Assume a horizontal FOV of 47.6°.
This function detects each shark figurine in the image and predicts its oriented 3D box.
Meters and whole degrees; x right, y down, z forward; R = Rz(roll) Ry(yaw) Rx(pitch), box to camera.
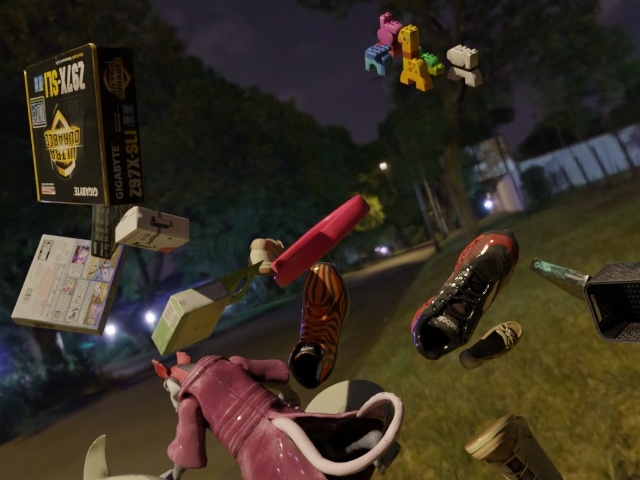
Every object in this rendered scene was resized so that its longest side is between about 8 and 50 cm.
[{"bbox_3d":[-0.230,0.366,0.999,0.279,0.166,0.116,4,-22,12],"label":"shark figurine"}]

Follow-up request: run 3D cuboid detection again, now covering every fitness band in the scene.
[{"bbox_3d":[0.000,0.000,1.610,0.209,0.054,0.291,-34,8,46],"label":"fitness band"}]

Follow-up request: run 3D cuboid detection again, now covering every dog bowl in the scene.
[{"bbox_3d":[0.084,0.519,2.036,0.265,0.104,0.264,-17,30,10],"label":"dog bowl"}]

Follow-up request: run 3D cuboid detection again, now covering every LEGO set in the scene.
[{"bbox_3d":[0.144,-0.308,1.158,0.087,0.093,0.227,-32,43,-27],"label":"LEGO set"}]

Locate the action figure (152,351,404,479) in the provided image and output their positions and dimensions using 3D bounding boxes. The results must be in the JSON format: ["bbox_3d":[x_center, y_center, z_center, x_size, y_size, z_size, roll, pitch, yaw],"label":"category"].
[{"bbox_3d":[-0.099,0.262,0.999,0.248,0.370,0.275,-47,-20,-30],"label":"action figure"}]

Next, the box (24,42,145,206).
[{"bbox_3d":[-0.418,-0.192,1.269,0.079,0.256,0.322,-7,9,-39],"label":"box"}]

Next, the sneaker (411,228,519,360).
[{"bbox_3d":[0.249,0.103,1.257,0.276,0.098,0.135,-56,-3,23],"label":"sneaker"}]

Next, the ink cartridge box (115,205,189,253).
[{"bbox_3d":[-0.379,-0.022,1.634,0.135,0.056,0.099,15,-29,-39],"label":"ink cartridge box"}]

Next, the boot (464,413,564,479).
[{"bbox_3d":[0.372,0.426,1.319,0.095,0.203,0.262,-38,-26,16],"label":"boot"}]

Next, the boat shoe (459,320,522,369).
[{"bbox_3d":[0.336,0.198,1.397,0.153,0.056,0.048,-22,-17,-23],"label":"boat shoe"}]

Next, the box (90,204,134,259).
[{"bbox_3d":[-0.477,-0.092,1.685,0.051,0.220,0.175,14,37,-3],"label":"box"}]

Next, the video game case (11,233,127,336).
[{"bbox_3d":[-0.703,0.124,2.055,0.245,0.269,0.061,7,-30,4],"label":"video game case"}]

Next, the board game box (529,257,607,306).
[{"bbox_3d":[0.510,0.091,1.418,0.186,0.026,0.126,27,-3,-39],"label":"board game box"}]

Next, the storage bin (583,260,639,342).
[{"bbox_3d":[0.567,0.105,1.257,0.084,0.122,0.180,-30,13,-35],"label":"storage bin"}]

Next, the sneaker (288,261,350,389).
[{"bbox_3d":[-0.004,0.223,1.819,0.125,0.320,0.180,2,10,14],"label":"sneaker"}]

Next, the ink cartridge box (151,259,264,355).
[{"bbox_3d":[-0.222,0.139,1.511,0.235,0.056,0.171,-19,-25,-38],"label":"ink cartridge box"}]

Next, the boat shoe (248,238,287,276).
[{"bbox_3d":[-0.122,0.043,1.885,0.109,0.098,0.302,-3,-3,9],"label":"boat shoe"}]
